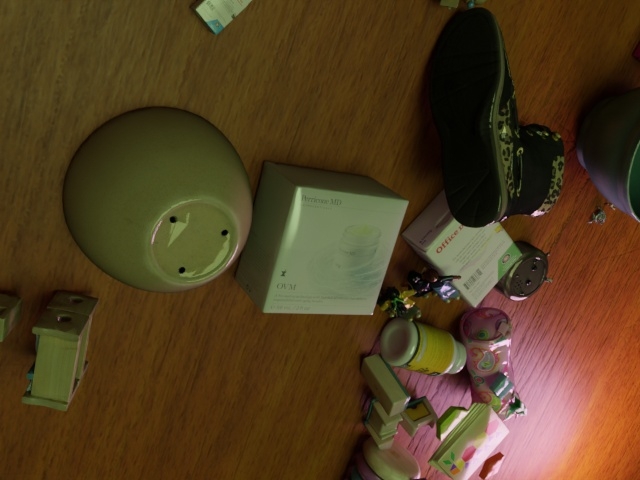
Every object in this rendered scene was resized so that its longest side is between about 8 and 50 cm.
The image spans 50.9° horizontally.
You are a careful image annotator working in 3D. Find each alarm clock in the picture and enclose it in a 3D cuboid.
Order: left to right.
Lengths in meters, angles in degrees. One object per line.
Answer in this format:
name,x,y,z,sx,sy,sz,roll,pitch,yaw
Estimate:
alarm clock,0.430,0.069,1.489,0.192,0.064,0.129,8,109,-29

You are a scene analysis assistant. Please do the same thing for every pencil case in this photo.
pencil case,0.390,0.287,1.532,0.124,0.124,0.284,-27,124,-16

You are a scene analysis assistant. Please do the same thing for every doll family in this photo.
doll family,0.182,0.101,1.315,0.193,0.076,0.111,-31,134,14

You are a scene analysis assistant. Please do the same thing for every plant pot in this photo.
plant pot,-0.215,-0.034,0.986,0.284,0.191,0.284,-13,119,-24
plant pot,0.669,-0.198,1.408,0.293,0.196,0.292,-13,118,-25

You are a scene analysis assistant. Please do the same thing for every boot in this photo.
boot,0.336,-0.210,1.240,0.284,0.138,0.377,0,84,-49

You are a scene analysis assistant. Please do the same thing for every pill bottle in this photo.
pill bottle,0.221,0.229,1.418,0.184,0.103,0.103,21,102,-35

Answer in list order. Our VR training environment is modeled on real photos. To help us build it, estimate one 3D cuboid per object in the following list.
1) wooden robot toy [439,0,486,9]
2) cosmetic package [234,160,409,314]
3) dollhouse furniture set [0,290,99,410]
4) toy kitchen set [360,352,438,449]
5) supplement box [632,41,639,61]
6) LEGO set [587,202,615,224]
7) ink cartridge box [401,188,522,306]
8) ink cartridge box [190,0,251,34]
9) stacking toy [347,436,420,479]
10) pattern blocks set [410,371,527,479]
wooden robot toy,0.270,-0.445,1.155,0.173,0.076,0.079,-47,162,-2
cosmetic package,0.000,0.000,1.160,0.224,0.138,0.224,4,110,-32
dollhouse furniture set,-0.445,0.148,1.005,0.184,0.129,0.129,13,108,-9
toy kitchen set,0.176,0.333,1.461,0.166,0.122,0.207,-16,140,-23
supplement box,0.774,-0.451,1.396,0.114,0.111,0.220,18,103,-35
LEGO set,0.665,-0.063,1.579,0.083,0.023,0.054,-48,127,-1
ink cartridge box,0.286,0.009,1.355,0.154,0.093,0.212,-48,128,-2
ink cartridge box,-0.140,-0.346,0.975,0.083,0.028,0.048,-44,127,-3
stacking toy,0.084,0.608,1.526,0.141,0.141,0.330,20,109,-35
pattern blocks set,0.326,0.451,1.484,0.325,0.026,0.285,-39,127,-13
